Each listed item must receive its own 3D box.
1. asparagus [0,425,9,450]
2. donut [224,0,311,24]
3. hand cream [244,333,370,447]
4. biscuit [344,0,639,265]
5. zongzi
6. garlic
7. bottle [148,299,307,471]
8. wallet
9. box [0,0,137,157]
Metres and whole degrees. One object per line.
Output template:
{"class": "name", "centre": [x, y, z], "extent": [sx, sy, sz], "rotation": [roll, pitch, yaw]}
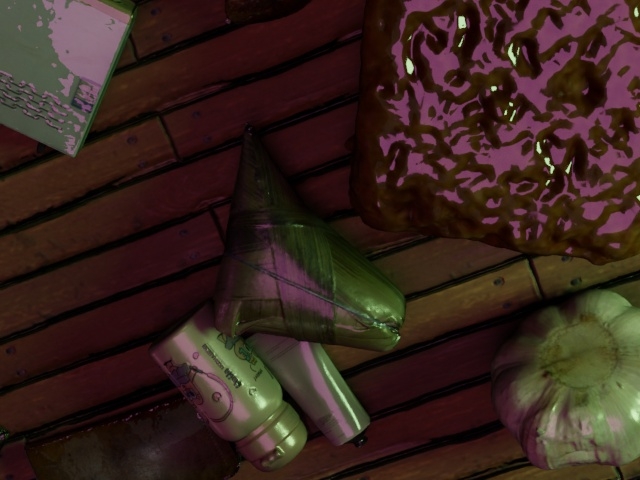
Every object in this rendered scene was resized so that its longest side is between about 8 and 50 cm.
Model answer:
{"class": "asparagus", "centre": [-0.456, 0.328, 1.812], "extent": [0.022, 0.023, 0.233], "rotation": [47, 113, 36]}
{"class": "donut", "centre": [-0.047, -0.336, 1.513], "extent": [0.141, 0.085, 0.217], "rotation": [-2, 107, 6]}
{"class": "hand cream", "centre": [-0.006, 0.172, 1.704], "extent": [0.087, 0.054, 0.186], "rotation": [-35, 96, 19]}
{"class": "biscuit", "centre": [0.223, -0.153, 1.510], "extent": [0.395, 0.166, 0.343], "rotation": [5, 107, 5]}
{"class": "zongzi", "centre": [0.000, 0.000, 1.616], "extent": [0.221, 0.112, 0.242], "rotation": [9, 101, -1]}
{"class": "garlic", "centre": [0.308, 0.184, 1.625], "extent": [0.218, 0.219, 0.212], "rotation": [-17, 140, 11]}
{"class": "bottle", "centre": [-0.101, 0.176, 1.684], "extent": [0.097, 0.110, 0.209], "rotation": [-36, 97, 19]}
{"class": "wallet", "centre": [-0.231, 0.276, 1.768], "extent": [0.255, 0.031, 0.137], "rotation": [-19, 107, 12]}
{"class": "box", "centre": [-0.362, -0.229, 1.599], "extent": [0.270, 0.045, 0.211], "rotation": [24, 109, -3]}
